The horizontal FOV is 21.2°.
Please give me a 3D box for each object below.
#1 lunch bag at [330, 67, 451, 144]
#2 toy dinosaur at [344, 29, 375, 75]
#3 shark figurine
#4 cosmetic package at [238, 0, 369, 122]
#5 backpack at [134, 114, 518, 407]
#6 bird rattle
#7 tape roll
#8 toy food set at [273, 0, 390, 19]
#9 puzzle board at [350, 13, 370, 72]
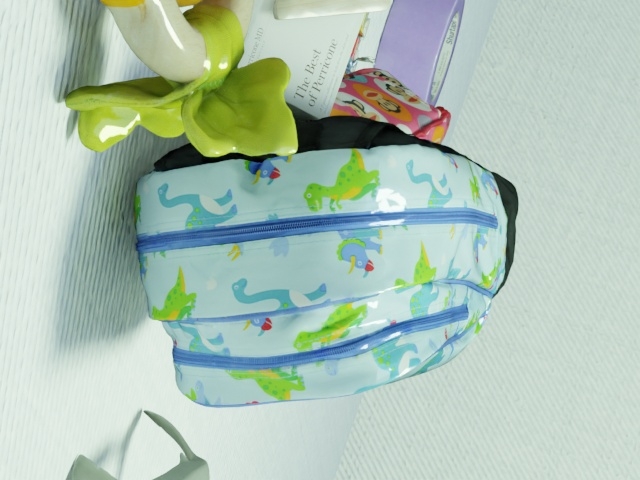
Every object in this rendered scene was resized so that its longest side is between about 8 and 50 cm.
[{"bbox_3d":[0.000,-0.033,1.678,0.258,0.120,0.293,-59,168,20],"label":"lunch bag"},{"bbox_3d":[0.030,-0.198,1.928,0.090,0.047,0.082,-45,132,-36],"label":"toy dinosaur"},{"bbox_3d":[-0.152,0.209,1.386,0.166,0.116,0.278,-37,-172,38],"label":"shark figurine"},{"bbox_3d":[-0.007,-0.221,1.395,0.060,0.099,0.239,-1,-112,58],"label":"cosmetic package"},{"bbox_3d":[-0.004,0.010,1.318,0.355,0.290,0.273,56,35,-72],"label":"backpack"},{"bbox_3d":[-0.069,-0.177,1.063,0.207,0.143,0.253,52,51,-60],"label":"bird rattle"},{"bbox_3d":[0.132,-0.260,2.324,0.189,0.080,0.189,17,90,-81],"label":"tape roll"},{"bbox_3d":[0.031,-0.281,1.338,0.128,0.071,0.218,-1,92,-36],"label":"toy food set"},{"bbox_3d":[0.037,-0.224,2.013,0.096,0.011,0.128,23,84,-81],"label":"puzzle board"}]
